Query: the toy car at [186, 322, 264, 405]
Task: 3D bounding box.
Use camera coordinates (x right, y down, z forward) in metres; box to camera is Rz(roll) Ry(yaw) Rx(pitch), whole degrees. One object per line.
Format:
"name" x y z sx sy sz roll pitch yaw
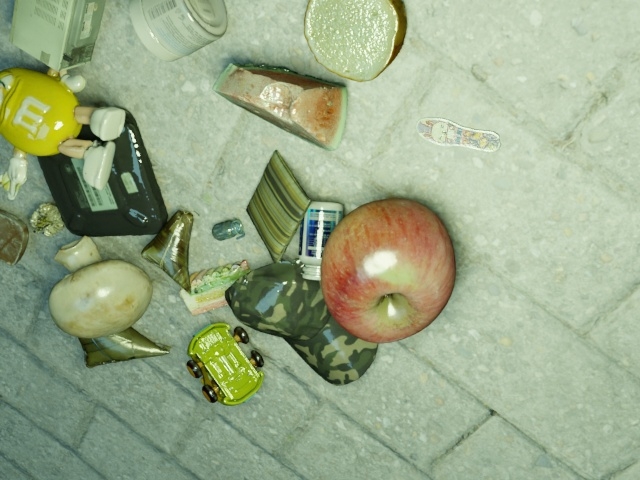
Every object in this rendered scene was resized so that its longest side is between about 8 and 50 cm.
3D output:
"toy car" -0.288 0.368 1.954 0.248 0.200 0.142 58 153 4

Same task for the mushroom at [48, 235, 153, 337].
"mushroom" -0.646 0.129 1.936 0.297 0.297 0.290 -34 71 32

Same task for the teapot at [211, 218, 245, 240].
"teapot" -0.251 -0.022 1.813 0.083 0.049 0.064 -13 109 27

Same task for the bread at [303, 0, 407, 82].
"bread" 0.076 -0.465 1.443 0.236 0.070 0.236 10 118 20

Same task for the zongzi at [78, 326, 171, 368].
"zongzi" -0.642 0.264 2.090 0.289 0.123 0.260 -11 108 17

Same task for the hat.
"hat" -0.052 0.238 1.777 0.366 0.257 0.382 -40 76 35

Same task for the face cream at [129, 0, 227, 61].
"face cream" -0.321 -0.520 1.521 0.153 0.177 0.177 -17 107 26

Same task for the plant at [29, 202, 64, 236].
"plant" -0.835 -0.053 2.010 0.104 0.122 0.116 21 114 0

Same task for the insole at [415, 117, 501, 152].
"insole" 0.309 -0.236 1.497 0.197 0.004 0.065 16 120 15

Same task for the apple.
"apple" 0.152 0.059 1.539 0.344 0.269 0.345 -3 132 -3

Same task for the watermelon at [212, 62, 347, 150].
"watermelon" -0.080 -0.331 1.501 0.318 0.226 0.148 25 95 -3

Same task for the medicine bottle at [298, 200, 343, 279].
"medicine bottle" 0.000 0.000 1.647 0.107 0.107 0.191 4 92 21

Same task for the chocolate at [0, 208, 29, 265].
"chocolate" -1.040 -0.038 2.125 0.254 0.080 0.157 24 107 8

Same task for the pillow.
"pillow" -0.110 -0.086 1.673 0.208 0.052 0.212 59 133 36

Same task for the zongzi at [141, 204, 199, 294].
"zongzi" -0.373 0.025 1.837 0.184 0.084 0.187 42 101 2

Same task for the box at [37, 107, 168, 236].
"box" -0.620 -0.176 1.870 0.350 0.091 0.359 -3 115 24

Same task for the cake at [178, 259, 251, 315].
"cake" -0.284 0.128 1.909 0.225 0.090 0.109 -19 105 10

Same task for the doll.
"doll" -0.697 -0.289 1.714 0.423 0.161 0.348 -6 85 13

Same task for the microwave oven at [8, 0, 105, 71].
"microwave oven" -0.643 -0.573 1.652 0.194 0.145 0.240 30 122 3
